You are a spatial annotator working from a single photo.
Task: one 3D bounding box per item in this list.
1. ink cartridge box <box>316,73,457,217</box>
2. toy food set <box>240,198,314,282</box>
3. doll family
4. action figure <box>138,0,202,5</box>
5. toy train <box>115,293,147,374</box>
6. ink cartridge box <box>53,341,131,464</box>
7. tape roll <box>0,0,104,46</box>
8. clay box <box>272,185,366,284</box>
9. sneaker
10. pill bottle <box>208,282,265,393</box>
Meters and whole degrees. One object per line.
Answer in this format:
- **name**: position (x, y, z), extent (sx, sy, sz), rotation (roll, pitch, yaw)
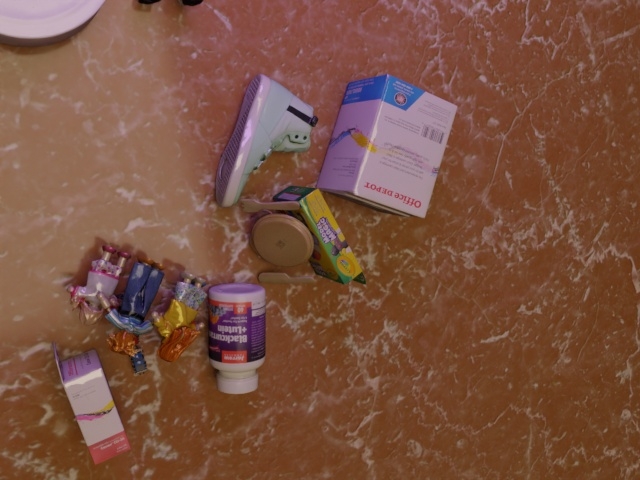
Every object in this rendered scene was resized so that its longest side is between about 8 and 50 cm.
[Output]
- **ink cartridge box**: position (0.126, -0.180, 1.263), extent (0.171, 0.168, 0.232), rotation (18, 89, -27)
- **toy food set**: position (-0.075, -0.004, 1.218), extent (0.133, 0.038, 0.192), rotation (1, 125, 15)
- **doll family**: position (-0.292, 0.122, 1.095), extent (0.263, 0.118, 0.163), rotation (26, 75, -36)
- **action figure**: position (-0.252, -0.548, 1.069), extent (0.186, 0.099, 0.284), rotation (0, 93, -19)
- **toy train**: position (-0.342, 0.173, 1.156), extent (0.027, 0.036, 0.158), rotation (-18, 105, -23)
- **ink cartridge box**: position (-0.395, 0.265, 1.098), extent (0.067, 0.115, 0.198), rotation (-21, 107, -22)
- **tape roll**: position (-0.460, -0.446, 0.974), extent (0.286, 0.100, 0.286), rotation (-4, 98, -26)
- **clay box**: position (0.000, 0.000, 1.250), extent (0.053, 0.127, 0.222), rotation (-35, 110, -18)
- **sneaker**: position (-0.095, -0.164, 1.199), extent (0.151, 0.094, 0.255), rotation (22, 88, -29)
- **pill bottle**: position (-0.158, 0.184, 1.209), extent (0.108, 0.108, 0.193), rotation (-3, 98, -26)
